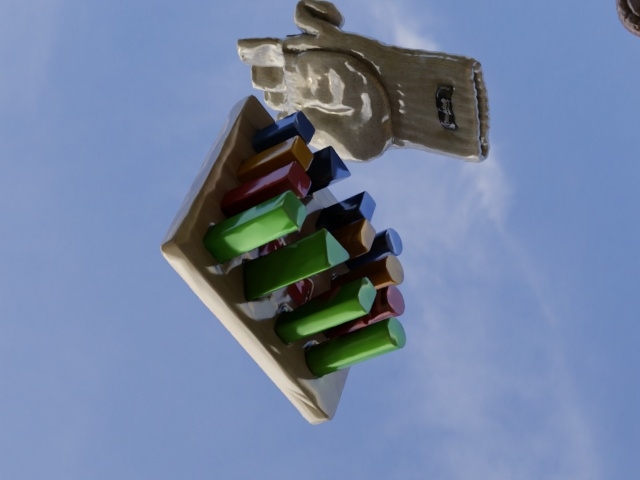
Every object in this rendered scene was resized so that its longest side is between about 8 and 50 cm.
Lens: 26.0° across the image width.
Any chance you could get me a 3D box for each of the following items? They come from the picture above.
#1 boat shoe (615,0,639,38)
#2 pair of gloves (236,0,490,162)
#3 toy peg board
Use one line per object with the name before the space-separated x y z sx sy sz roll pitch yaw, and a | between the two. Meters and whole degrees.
boat shoe | 0.321 -0.158 0.889 0.257 0.095 0.095 1 -100 40
pair of gloves | 0.015 -0.168 0.925 0.204 0.240 0.042 3 -152 39
toy peg board | 0.000 0.000 0.882 0.079 0.161 0.161 -22 -151 32
